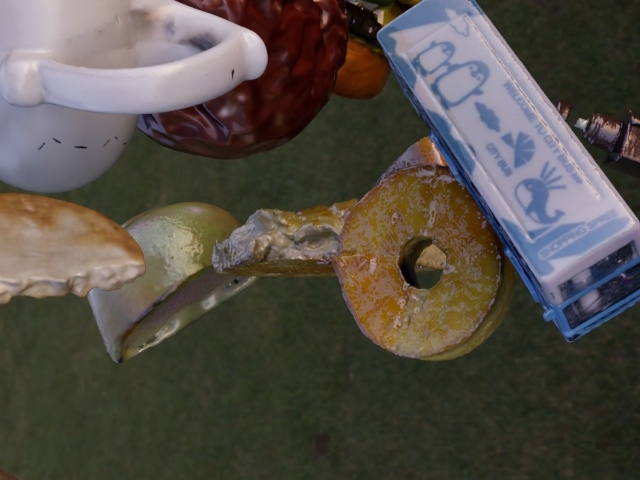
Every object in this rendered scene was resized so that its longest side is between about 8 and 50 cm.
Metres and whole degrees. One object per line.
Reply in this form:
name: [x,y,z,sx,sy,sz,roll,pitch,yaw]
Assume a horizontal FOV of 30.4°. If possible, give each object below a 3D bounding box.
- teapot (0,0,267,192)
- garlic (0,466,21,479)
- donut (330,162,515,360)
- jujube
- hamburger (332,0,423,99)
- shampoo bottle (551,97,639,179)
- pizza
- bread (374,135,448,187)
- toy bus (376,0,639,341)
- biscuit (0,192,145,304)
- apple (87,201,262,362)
teapot: [-0.155,-0.126,0.695,0.299,0.165,0.208,31,121,41]
garlic: [-0.299,0.325,0.911,0.151,0.196,0.339,9,97,38]
donut: [0.107,0.027,1.130,0.174,0.074,0.190,-43,56,10]
jujube: [-0.078,-0.188,0.921,0.213,0.213,0.232,39,148,57]
hamburger: [0.006,-0.310,1.381,0.225,0.291,0.291,-60,35,14]
shampoo bottle: [0.342,-0.089,1.186,0.068,0.236,0.067,153,137,-85]
pizza: [0.000,0.000,1.479,0.223,0.323,0.089,41,-131,-75]
bread: [0.139,-0.085,1.543,0.065,0.103,0.187,67,159,13]
toy bus: [0.161,-0.070,0.985,0.106,0.131,0.297,-32,60,5]
biscuit: [-0.358,0.006,1.277,0.204,0.308,0.040,-129,42,-52]
apple: [-0.227,0.026,1.689,0.193,0.265,0.120,52,163,24]
